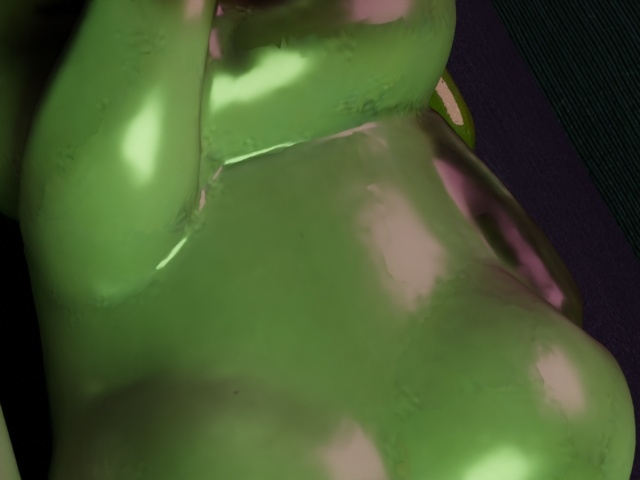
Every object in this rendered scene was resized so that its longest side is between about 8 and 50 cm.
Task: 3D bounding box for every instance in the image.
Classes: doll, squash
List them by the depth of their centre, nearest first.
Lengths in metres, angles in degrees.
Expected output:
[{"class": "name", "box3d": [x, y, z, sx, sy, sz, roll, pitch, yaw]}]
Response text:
[{"class": "doll", "box3d": [-0.024, -0.001, 0.587, 0.226, 0.215, 0.370, 164, -93, -85]}, {"class": "squash", "box3d": [0.085, -0.143, 1.500, 0.188, 0.095, 0.095, 64, 15, 0]}]

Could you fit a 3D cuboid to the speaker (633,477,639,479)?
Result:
[{"class": "speaker", "box3d": [0.345, 0.369, 1.149, 0.406, 0.183, 0.184, -106, 169, -46]}]

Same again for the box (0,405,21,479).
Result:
[{"class": "box", "box3d": [-0.135, 0.070, 0.469, 0.142, 0.044, 0.285, 39, 25, -57]}]

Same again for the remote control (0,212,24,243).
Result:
[{"class": "remote control", "box3d": [-0.112, -0.018, 0.705, 0.256, 0.045, 0.097, 48, 28, -26]}]
